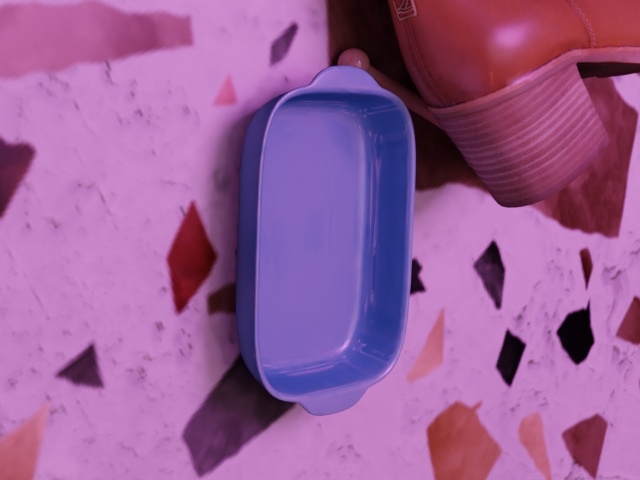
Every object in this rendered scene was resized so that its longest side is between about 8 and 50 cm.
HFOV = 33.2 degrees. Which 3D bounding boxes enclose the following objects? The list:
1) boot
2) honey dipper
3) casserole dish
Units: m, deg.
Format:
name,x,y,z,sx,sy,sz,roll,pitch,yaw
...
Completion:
name,x,y,z,sx,sy,sz,roll,pitch,yaw
boot,0.130,-0.183,0.642,0.283,0.109,0.220,-43,114,-29
honey dipper,0.069,-0.073,0.641,0.160,0.030,0.030,23,82,-39
casserole dish,0.000,0.000,0.585,0.114,0.037,0.188,-5,100,-41
